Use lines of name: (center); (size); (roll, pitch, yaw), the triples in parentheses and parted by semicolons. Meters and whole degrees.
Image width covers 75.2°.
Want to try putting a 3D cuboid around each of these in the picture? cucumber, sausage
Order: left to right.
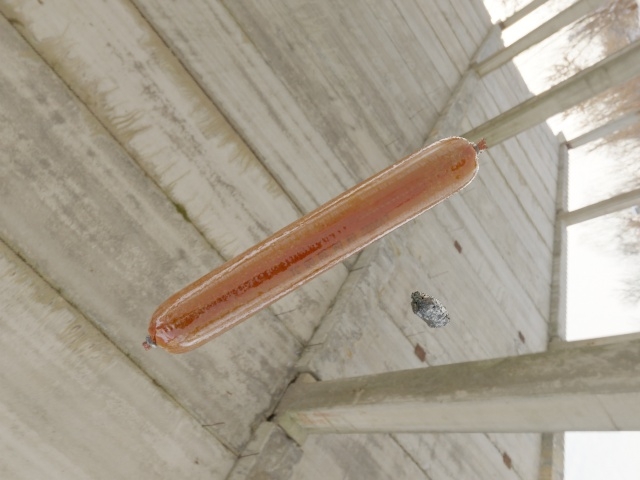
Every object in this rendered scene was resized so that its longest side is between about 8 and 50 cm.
sausage: (0.000, 0.000, 0.365); (0.347, 0.053, 0.053); (-31, -85, -5)
cucumber: (0.203, 0.128, 0.773); (0.181, 0.053, 0.053); (38, -135, -57)
